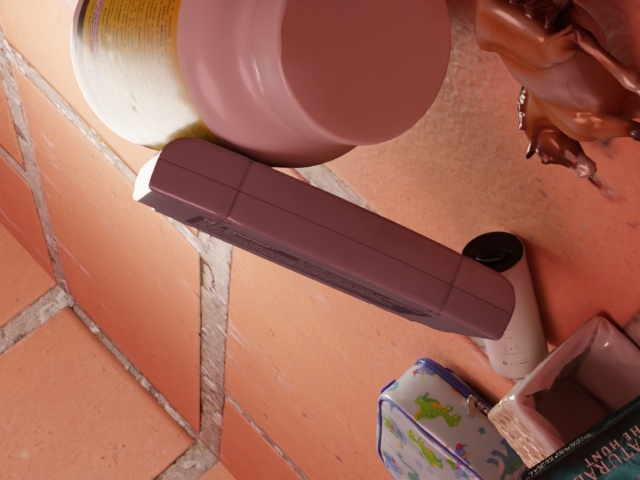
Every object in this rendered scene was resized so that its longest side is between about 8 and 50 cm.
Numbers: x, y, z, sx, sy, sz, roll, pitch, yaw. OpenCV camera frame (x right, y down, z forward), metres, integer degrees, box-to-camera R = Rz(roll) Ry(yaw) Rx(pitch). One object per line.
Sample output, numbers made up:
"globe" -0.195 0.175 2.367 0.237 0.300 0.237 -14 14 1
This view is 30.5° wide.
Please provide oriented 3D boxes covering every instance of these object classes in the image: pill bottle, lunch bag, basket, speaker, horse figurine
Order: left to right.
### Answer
"pill bottle" -0.055 -0.153 0.916 0.334 0.188 0.188 14 139 58
"lunch bag" 0.141 0.235 1.304 0.176 0.090 0.219 39 156 24
"speaker" 0.161 0.057 1.018 0.055 0.055 0.136 29 151 44
"horse figurine" 0.154 -0.103 0.696 0.174 0.066 0.263 33 176 42
"basket" 0.234 0.165 0.971 0.167 0.113 0.103 48 161 6

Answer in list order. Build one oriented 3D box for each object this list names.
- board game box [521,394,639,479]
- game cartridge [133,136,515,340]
"board game box" 0.261 0.175 0.869 0.126 0.186 0.026 50 -162 -2
"game cartridge" 0.000 0.000 0.925 0.294 0.060 0.196 24 177 -12
